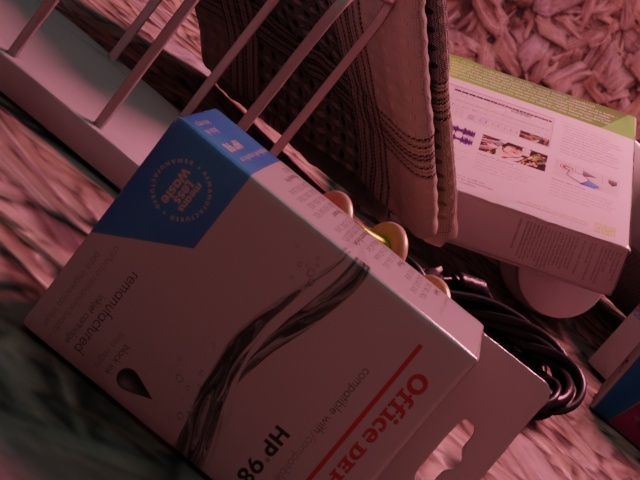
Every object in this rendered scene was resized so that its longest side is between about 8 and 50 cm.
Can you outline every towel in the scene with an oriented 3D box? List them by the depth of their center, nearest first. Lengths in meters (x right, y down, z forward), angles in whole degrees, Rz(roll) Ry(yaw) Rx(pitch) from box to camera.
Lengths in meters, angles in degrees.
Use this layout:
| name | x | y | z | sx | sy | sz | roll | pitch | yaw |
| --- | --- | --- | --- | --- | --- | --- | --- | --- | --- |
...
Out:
| name | x | y | z | sx | sy | sz | roll | pitch | yaw |
| --- | --- | --- | --- | --- | --- | --- | --- | --- | --- |
| towel | -0.018 | -0.159 | 1.070 | 0.312 | 0.056 | 0.324 | 38 | -23 | 31 |

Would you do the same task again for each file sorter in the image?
| name | x | y | z | sx | sy | sz | roll | pitch | yaw |
| --- | --- | --- | --- | --- | --- | --- | --- | --- | --- |
| file sorter | -0.117 | -0.164 | 0.850 | 0.278 | 0.173 | 0.193 | 39 | 11 | 4 |

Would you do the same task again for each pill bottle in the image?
| name | x | y | z | sx | sy | sz | roll | pitch | yaw |
| --- | --- | --- | --- | --- | --- | --- | --- | --- | --- |
| pill bottle | 0.230 | 0.013 | 1.386 | 0.112 | 0.112 | 0.186 | 37 | 12 | -6 |

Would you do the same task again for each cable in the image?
| name | x | y | z | sx | sy | sz | roll | pitch | yaw |
| --- | --- | --- | --- | --- | --- | --- | --- | --- | --- |
| cable | 0.114 | 0.062 | 0.999 | 0.150 | 0.047 | 0.184 | 32 | 14 | -29 |

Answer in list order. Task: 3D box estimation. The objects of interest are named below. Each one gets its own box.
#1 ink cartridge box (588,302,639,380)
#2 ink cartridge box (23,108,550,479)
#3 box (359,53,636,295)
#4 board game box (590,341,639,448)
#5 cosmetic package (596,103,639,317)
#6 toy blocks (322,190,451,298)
| name | x | y | z | sx | sy | sz | roll | pitch | yaw |
| --- | --- | --- | --- | --- | --- | --- | --- | --- | --- |
| ink cartridge box | 0.371 | 0.104 | 1.309 | 0.128 | 0.176 | 0.127 | 24 | 20 | -49 |
| ink cartridge box | -0.009 | 0.045 | 0.543 | 0.180 | 0.104 | 0.060 | 39 | 11 | 2 |
| box | 0.180 | -0.076 | 1.323 | 0.232 | 0.058 | 0.322 | 20 | 30 | 4 |
| board game box | 0.412 | 0.148 | 1.148 | 0.303 | 0.224 | 0.097 | 40 | 14 | 10 |
| cosmetic package | 0.371 | 0.003 | 1.640 | 0.284 | 0.097 | 0.377 | 47 | -2 | 7 |
| toy blocks | 0.000 | 0.000 | 0.872 | 0.148 | 0.054 | 0.123 | 30 | 15 | -35 |
